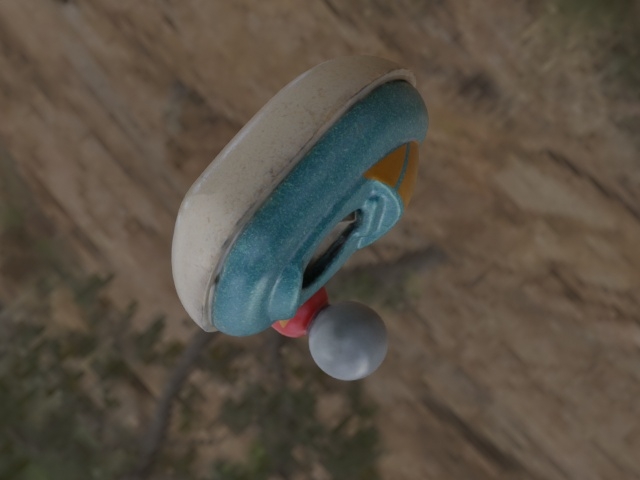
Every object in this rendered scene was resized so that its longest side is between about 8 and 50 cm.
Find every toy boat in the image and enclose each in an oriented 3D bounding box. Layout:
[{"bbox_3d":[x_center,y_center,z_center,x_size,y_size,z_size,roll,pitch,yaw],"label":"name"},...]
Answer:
[{"bbox_3d":[0.000,0.000,1.569,0.148,0.267,0.318,35,155,15],"label":"toy boat"}]
